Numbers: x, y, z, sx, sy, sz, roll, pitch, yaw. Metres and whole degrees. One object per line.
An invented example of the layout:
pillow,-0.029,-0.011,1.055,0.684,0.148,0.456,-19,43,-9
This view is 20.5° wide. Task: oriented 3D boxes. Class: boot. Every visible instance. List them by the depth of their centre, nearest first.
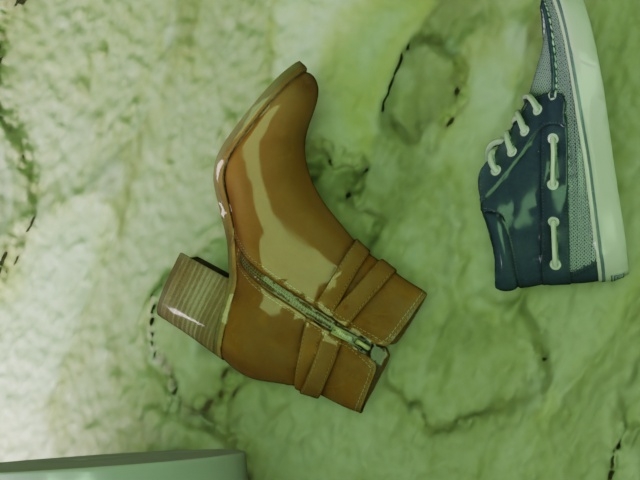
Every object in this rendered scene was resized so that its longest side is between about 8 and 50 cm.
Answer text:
boot,0.136,-0.064,1.104,0.086,0.069,0.190,-9,87,6
boot,0.000,0.000,1.126,0.152,0.073,0.197,26,103,12

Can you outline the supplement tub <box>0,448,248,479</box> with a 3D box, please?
supplement tub,-0.132,0.292,1.044,0.235,0.235,0.325,-4,86,10
